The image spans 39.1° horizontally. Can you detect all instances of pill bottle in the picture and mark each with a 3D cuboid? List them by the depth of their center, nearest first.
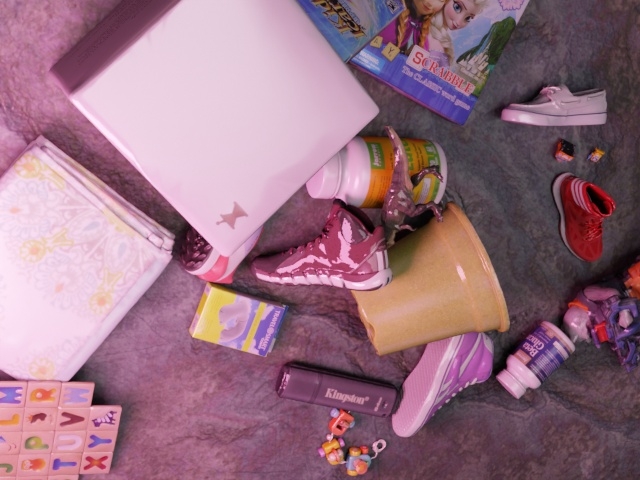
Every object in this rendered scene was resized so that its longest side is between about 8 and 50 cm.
[{"bbox_3d":[0.103,-0.128,1.709,0.246,0.136,0.136,0,105,-21],"label":"pill bottle"},{"bbox_3d":[0.471,0.266,1.992,0.169,0.094,0.094,-44,116,-4],"label":"pill bottle"}]

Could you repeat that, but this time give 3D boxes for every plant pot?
[{"bbox_3d":[0.193,0.097,1.762,0.254,0.276,0.276,-22,113,-2],"label":"plant pot"}]

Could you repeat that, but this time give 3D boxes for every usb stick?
[{"bbox_3d":[0.037,0.311,1.863,0.278,0.045,0.077,16,92,-25],"label":"usb stick"}]

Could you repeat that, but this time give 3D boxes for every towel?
[{"bbox_3d":[-0.479,0.050,1.567,0.320,0.090,0.374,41,88,-23],"label":"towel"}]

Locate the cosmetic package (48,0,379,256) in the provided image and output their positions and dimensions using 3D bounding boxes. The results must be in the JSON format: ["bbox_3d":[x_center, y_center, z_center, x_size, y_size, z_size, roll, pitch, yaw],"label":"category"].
[{"bbox_3d":[-0.185,-0.237,1.423,0.327,0.394,0.329,-44,116,-4],"label":"cosmetic package"}]

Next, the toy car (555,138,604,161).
[{"bbox_3d":[0.549,-0.176,1.916,0.122,0.060,0.040,15,131,-18],"label":"toy car"}]

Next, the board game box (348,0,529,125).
[{"bbox_3d":[0.212,-0.428,1.701,0.319,0.066,0.318,24,96,-25],"label":"board game box"}]

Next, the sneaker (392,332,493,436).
[{"bbox_3d":[0.277,0.313,1.930,0.161,0.102,0.282,28,94,-29],"label":"sneaker"}]

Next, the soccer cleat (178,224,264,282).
[{"bbox_3d":[-0.137,-0.066,1.667,0.116,0.109,0.318,32,89,-48],"label":"soccer cleat"}]

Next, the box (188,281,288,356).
[{"bbox_3d":[-0.153,0.156,1.747,0.178,0.042,0.109,18,99,-24],"label":"box"}]

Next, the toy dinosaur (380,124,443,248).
[{"bbox_3d":[0.163,-0.085,1.638,0.118,0.064,0.268,-3,123,-11],"label":"toy dinosaur"}]

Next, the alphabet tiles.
[{"bbox_3d":[-0.542,0.364,1.627,0.343,0.011,0.285,4,122,-22],"label":"alphabet tiles"}]

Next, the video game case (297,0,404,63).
[{"bbox_3d":[-0.005,-0.432,1.496,0.269,0.061,0.244,47,42,-6],"label":"video game case"}]

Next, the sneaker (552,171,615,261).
[{"bbox_3d":[0.575,-0.034,1.924,0.087,0.128,0.221,-35,114,-9],"label":"sneaker"}]

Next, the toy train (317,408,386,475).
[{"bbox_3d":[0.068,0.433,1.912,0.166,0.046,0.125,41,89,-26],"label":"toy train"}]

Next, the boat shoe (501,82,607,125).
[{"bbox_3d":[0.478,-0.279,1.844,0.258,0.095,0.084,-6,104,-31],"label":"boat shoe"}]

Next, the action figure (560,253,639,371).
[{"bbox_3d":[0.693,0.143,2.041,0.330,0.178,0.341,-28,141,-4],"label":"action figure"}]

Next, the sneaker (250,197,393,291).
[{"bbox_3d":[0.000,0.000,1.673,0.281,0.106,0.162,3,103,21],"label":"sneaker"}]
